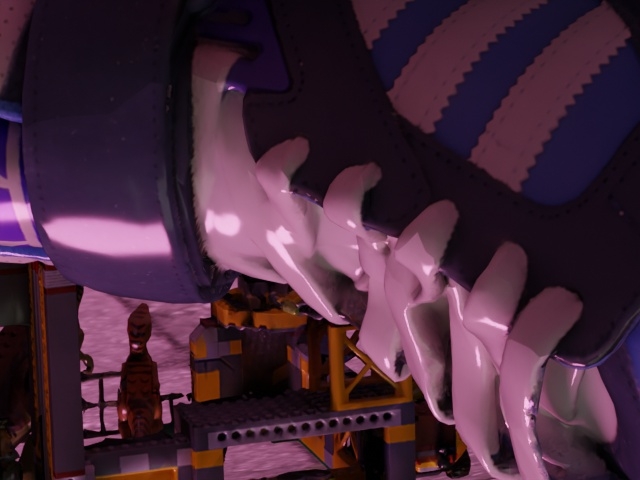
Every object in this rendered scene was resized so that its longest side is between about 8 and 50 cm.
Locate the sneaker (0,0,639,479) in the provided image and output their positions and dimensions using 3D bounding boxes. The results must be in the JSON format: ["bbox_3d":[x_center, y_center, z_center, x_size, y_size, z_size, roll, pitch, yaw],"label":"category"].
[{"bbox_3d":[0.000,-0.001,0.485,0.236,0.323,0.130,-16,142,-4],"label":"sneaker"}]

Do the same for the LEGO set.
[{"bbox_3d":[-0.100,0.020,0.843,0.331,0.192,0.255,-3,-168,-10],"label":"LEGO set"}]
